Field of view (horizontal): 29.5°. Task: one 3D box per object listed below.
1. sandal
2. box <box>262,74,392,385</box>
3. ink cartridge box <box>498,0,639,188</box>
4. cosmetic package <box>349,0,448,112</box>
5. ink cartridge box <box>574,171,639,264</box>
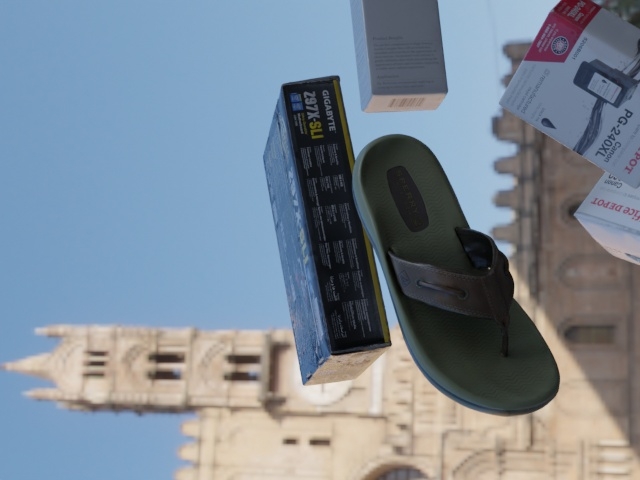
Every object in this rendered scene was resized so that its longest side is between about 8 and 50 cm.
[{"bbox_3d":[0.117,0.027,1.127,0.303,0.120,0.086,61,160,15],"label":"sandal"},{"bbox_3d":[0.000,0.000,1.471,0.257,0.079,0.322,120,140,-72],"label":"box"},{"bbox_3d":[0.254,-0.134,1.086,0.063,0.150,0.109,-45,-15,-51],"label":"ink cartridge box"},{"bbox_3d":[0.108,-0.306,1.750,0.085,0.117,0.231,125,142,-74],"label":"cosmetic package"},{"bbox_3d":[0.438,-0.075,1.481,0.092,0.158,0.218,39,-96,-28],"label":"ink cartridge box"}]
